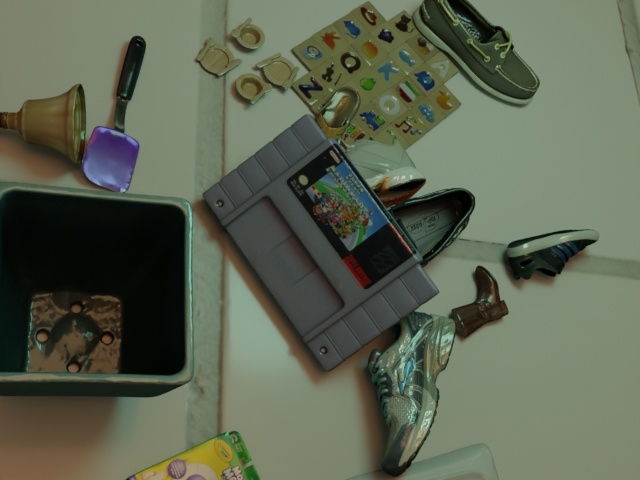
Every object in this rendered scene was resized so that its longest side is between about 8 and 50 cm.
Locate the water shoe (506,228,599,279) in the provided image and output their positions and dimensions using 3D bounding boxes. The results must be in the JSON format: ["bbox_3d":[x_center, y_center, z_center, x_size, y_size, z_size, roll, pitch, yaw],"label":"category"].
[{"bbox_3d":[0.439,0.027,1.532,0.203,0.073,0.080,-10,93,-21],"label":"water shoe"}]

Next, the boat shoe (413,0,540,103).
[{"bbox_3d":[0.331,-0.396,1.646,0.305,0.091,0.109,38,51,-5],"label":"boat shoe"}]

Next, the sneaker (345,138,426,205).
[{"bbox_3d":[0.053,-0.119,1.426,0.262,0.099,0.121,-8,61,-31],"label":"sneaker"}]

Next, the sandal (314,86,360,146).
[{"bbox_3d":[0.021,-0.208,1.457,0.072,0.049,0.180,29,73,-2],"label":"sandal"}]

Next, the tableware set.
[{"bbox_3d":[-0.129,-0.322,1.469,0.169,0.020,0.141,43,61,4],"label":"tableware set"}]

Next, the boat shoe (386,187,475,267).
[{"bbox_3d":[0.138,-0.003,1.386,0.340,0.113,0.127,-21,78,-28],"label":"boat shoe"}]

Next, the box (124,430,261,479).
[{"bbox_3d":[-0.173,0.347,1.149,0.179,0.043,0.105,-20,77,-30],"label":"box"}]

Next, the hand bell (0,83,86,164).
[{"bbox_3d":[-0.490,-0.185,1.235,0.242,0.126,0.126,3,66,-9],"label":"hand bell"}]

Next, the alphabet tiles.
[{"bbox_3d":[0.114,-0.316,1.575,0.342,0.011,0.285,-39,85,-30],"label":"alphabet tiles"}]

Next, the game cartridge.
[{"bbox_3d":[0.000,0.000,1.292,0.230,0.068,0.355,-38,83,12],"label":"game cartridge"}]

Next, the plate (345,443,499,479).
[{"bbox_3d":[0.195,0.472,1.240,0.278,0.045,0.277,-7,71,-24],"label":"plate"}]

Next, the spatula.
[{"bbox_3d":[-0.328,-0.221,1.341,0.084,0.030,0.296,21,58,-29],"label":"spatula"}]

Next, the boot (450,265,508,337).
[{"bbox_3d":[0.267,0.108,1.437,0.114,0.037,0.106,-21,75,-23],"label":"boot"}]

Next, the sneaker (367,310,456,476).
[{"bbox_3d":[0.125,0.237,1.298,0.122,0.110,0.283,18,56,3],"label":"sneaker"}]

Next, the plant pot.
[{"bbox_3d":[-0.316,0.096,1.080,0.247,0.252,0.247,4,67,-20],"label":"plant pot"}]
